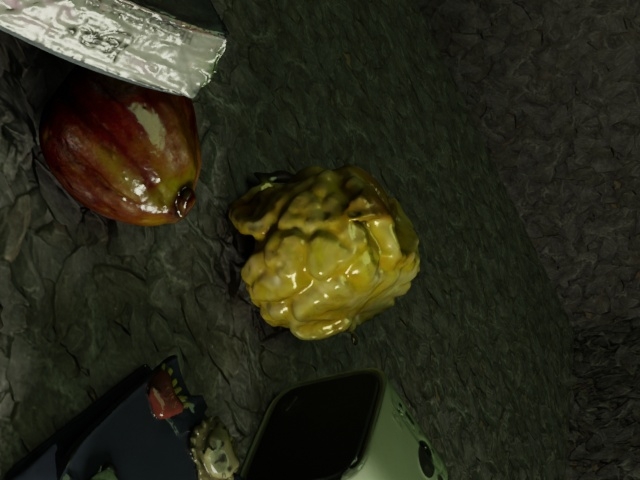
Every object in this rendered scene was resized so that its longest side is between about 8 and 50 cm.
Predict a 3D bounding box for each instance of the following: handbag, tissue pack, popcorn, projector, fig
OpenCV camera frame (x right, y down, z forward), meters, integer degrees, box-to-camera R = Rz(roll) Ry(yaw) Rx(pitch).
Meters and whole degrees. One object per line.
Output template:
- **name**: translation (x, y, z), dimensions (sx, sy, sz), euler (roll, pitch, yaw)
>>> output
- **handbag**: translation (-0.220, 0.347, 1.038), dimensions (0.303, 0.122, 0.329), euler (66, 29, -9)
- **tissue pack**: translation (-0.311, -0.373, 1.059), dimensions (0.288, 0.124, 0.394), euler (14, 34, -35)
- **popcorn**: translation (0.000, 0.000, 1.447), dimensions (0.349, 0.349, 0.381), euler (14, 38, -56)
- **projector**: translation (0.047, 0.397, 1.317), dimensions (0.249, 0.248, 0.248), euler (56, 34, -25)
- **fig**: translation (-0.279, -0.145, 1.119), dimensions (0.224, 0.224, 0.263), euler (-10, 90, -60)

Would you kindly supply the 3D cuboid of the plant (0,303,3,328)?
- **plant**: translation (-0.448, 0.105, 0.759), dimensions (0.274, 0.146, 0.149), euler (-44, 115, -57)
